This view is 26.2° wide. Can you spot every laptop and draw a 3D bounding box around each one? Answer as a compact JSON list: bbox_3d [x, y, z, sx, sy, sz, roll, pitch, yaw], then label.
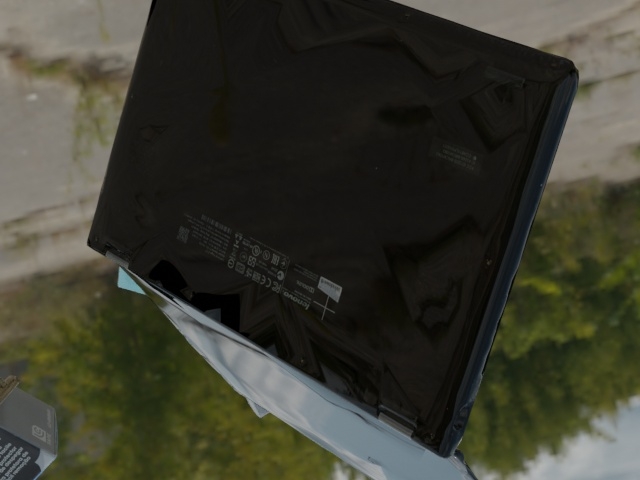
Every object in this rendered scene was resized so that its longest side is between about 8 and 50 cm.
[{"bbox_3d":[0.034,0.020,1.055,0.382,0.407,0.236,27,-164,38],"label":"laptop"}]

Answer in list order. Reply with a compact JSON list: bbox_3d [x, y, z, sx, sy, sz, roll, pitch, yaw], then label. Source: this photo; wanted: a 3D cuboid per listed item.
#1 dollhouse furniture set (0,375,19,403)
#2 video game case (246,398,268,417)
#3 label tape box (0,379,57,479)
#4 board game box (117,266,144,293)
[{"bbox_3d":[-0.441,0.143,1.235,0.242,0.212,0.161,-41,-173,11],"label":"dollhouse furniture set"},{"bbox_3d":[0.000,0.000,1.310,0.270,0.244,0.061,-30,-156,-7],"label":"video game case"},{"bbox_3d":[-0.543,0.244,1.724,0.249,0.348,0.115,-46,-149,16],"label":"label tape box"},{"bbox_3d":[-0.172,-0.086,1.651,0.079,0.253,0.336,16,164,-6],"label":"board game box"}]
